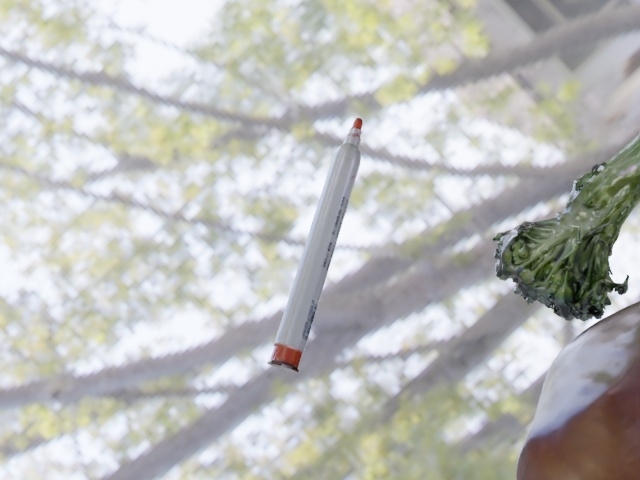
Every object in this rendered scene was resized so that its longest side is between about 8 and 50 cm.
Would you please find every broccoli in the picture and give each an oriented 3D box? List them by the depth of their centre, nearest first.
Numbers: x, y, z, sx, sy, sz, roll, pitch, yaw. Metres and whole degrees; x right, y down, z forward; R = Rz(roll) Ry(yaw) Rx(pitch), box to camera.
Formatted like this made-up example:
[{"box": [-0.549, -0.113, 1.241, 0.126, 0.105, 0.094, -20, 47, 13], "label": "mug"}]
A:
[{"box": [0.345, -0.039, 2.046, 0.165, 0.304, 0.145, 39, -161, 3], "label": "broccoli"}]

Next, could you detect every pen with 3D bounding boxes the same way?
[{"box": [0.000, 0.000, 1.342, 0.026, 0.218, 0.026, 15, 163, 5], "label": "pen"}]

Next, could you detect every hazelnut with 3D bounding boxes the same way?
[{"box": [0.376, 0.224, 1.709, 0.366, 0.366, 0.366, 44, -168, -12], "label": "hazelnut"}]
